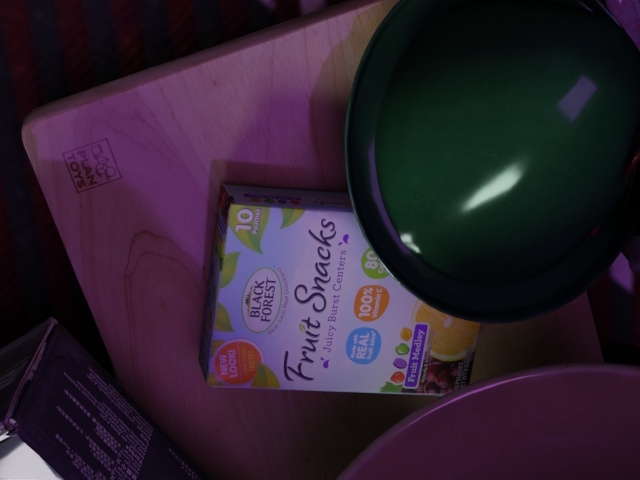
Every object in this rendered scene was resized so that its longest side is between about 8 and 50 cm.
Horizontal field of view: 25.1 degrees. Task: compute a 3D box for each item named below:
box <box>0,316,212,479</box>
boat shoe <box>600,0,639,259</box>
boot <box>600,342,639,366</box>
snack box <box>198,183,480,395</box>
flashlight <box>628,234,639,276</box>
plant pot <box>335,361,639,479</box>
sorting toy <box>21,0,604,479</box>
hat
[{"bbox_3d":[-0.138,0.267,0.793,0.318,0.097,0.395,-31,113,22],"label":"box"},{"bbox_3d":[0.175,-0.134,0.764,0.112,0.095,0.335,-5,115,24],"label":"boat shoe"},{"bbox_3d":[0.301,0.282,0.925,0.445,0.146,0.367,20,114,-13],"label":"boot"},{"bbox_3d":[0.014,0.027,0.740,0.141,0.037,0.100,4,107,-14],"label":"snack box"},{"bbox_3d":[0.258,0.036,0.778,0.103,0.103,0.304,-53,144,13],"label":"flashlight"},{"bbox_3d":[0.140,0.243,0.694,0.257,0.256,0.274,-24,133,-2],"label":"plant pot"},{"bbox_3d":[0.000,0.000,0.798,0.256,0.089,0.257,-20,112,-4],"label":"sorting toy"},{"bbox_3d":[0.125,-0.058,0.639,0.173,0.183,0.208,9,89,-22],"label":"hat"}]
